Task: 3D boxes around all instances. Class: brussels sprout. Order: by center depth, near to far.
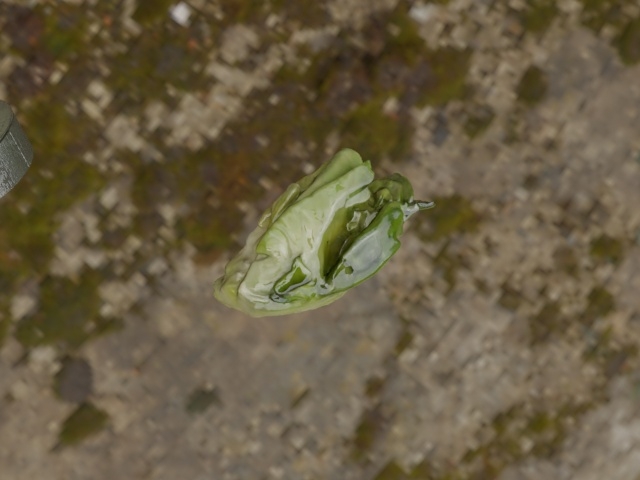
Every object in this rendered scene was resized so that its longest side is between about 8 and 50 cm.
[{"bbox_3d":[0.001,0.003,1.535,0.181,0.100,0.139,-47,177,-11],"label":"brussels sprout"}]

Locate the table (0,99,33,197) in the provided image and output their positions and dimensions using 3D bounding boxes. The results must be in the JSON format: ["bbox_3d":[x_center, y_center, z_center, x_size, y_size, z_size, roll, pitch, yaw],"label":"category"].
[{"bbox_3d":[-0.308,-0.063,1.567,0.133,0.133,0.043,-36,122,-16],"label":"table"}]
